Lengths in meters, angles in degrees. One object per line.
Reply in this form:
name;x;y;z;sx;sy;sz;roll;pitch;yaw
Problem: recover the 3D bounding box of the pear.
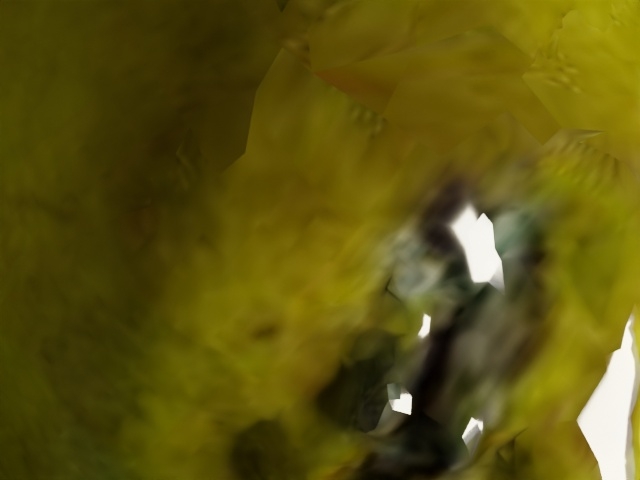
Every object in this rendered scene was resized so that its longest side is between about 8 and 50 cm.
pear;0.006;-0.035;0.628;0.413;0.352;0.352;-83;177;-60
